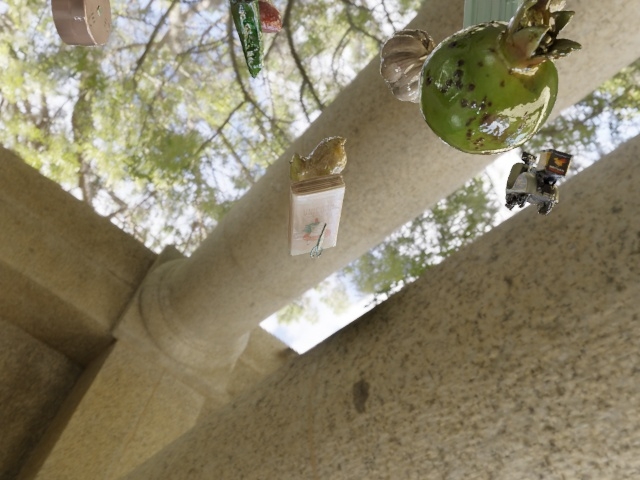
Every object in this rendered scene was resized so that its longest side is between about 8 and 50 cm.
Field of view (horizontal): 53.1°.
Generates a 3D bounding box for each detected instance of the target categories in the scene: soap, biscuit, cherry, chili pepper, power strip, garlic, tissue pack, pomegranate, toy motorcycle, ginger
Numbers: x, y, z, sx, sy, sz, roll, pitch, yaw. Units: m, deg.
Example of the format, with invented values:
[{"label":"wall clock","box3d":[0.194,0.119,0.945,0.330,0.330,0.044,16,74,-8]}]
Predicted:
[{"label":"soap","box3d":[0.475,-0.657,1.697,0.095,0.173,0.289,6,-94,-38]},{"label":"biscuit","box3d":[0.592,-0.644,1.800,0.219,0.061,0.055,-20,-91,-16]},{"label":"cherry","box3d":[-0.206,-0.654,1.806,0.225,0.090,0.107,28,-139,-1]},{"label":"chili pepper","box3d":[-0.180,-0.505,1.596,0.059,0.227,0.088,-35,-127,-27]},{"label":"power strip","box3d":[-0.513,-0.497,1.386,0.078,0.154,0.154,1,-131,3]},{"label":"garlic","box3d":[0.278,-0.521,1.893,0.228,0.152,0.227,15,-111,-45]},{"label":"tissue pack","box3d":[-0.019,-0.078,2.072,0.170,0.325,0.071,-11,-123,-12]},{"label":"pomegranate","box3d":[0.299,-0.260,1.016,0.231,0.286,0.231,19,-123,-32]},{"label":"toy motorcycle","box3d":[0.517,-0.144,1.567,0.091,0.157,0.263,18,-176,-4]},{"label":"ginger","box3d":[0.001,-0.275,2.321,0.152,0.267,0.138,49,-159,-34]}]

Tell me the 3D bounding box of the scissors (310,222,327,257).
[{"label":"scissors","box3d":[0.000,0.000,2.052,0.014,0.119,0.058,30,-162,33]}]
